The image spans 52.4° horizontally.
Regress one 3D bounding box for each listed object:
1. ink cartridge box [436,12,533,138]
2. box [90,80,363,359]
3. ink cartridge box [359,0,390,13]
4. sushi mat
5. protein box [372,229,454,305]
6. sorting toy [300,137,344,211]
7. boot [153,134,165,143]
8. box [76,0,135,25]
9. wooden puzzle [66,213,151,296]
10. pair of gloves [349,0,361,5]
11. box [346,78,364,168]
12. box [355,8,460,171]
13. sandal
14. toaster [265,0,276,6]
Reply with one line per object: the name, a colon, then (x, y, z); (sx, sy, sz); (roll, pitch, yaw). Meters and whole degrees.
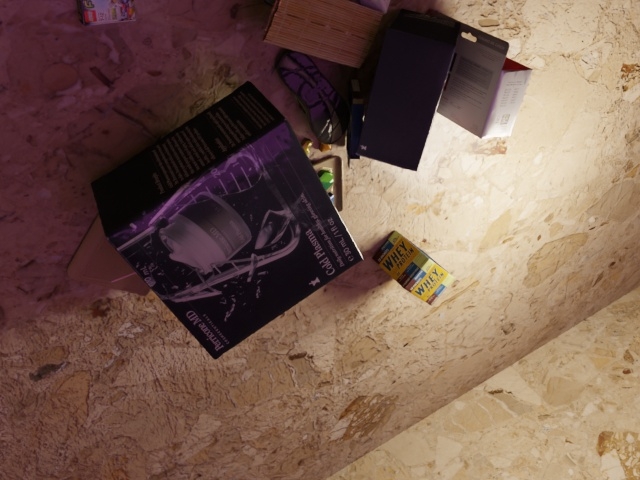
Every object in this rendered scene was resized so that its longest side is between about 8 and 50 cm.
ink cartridge box: (0.442, -0.483, 1.884); (0.130, 0.309, 0.272); (-11, 128, -32)
box: (-0.223, -0.047, 1.635); (0.471, 0.297, 0.480); (-33, 128, -2)
ink cartridge box: (0.125, -0.648, 1.559); (0.198, 0.067, 0.115); (35, 72, -70)
sushi mat: (0.011, -0.511, 1.558); (0.316, 0.019, 0.151); (2, 123, -41)
protein box: (0.333, 0.098, 2.330); (0.136, 0.200, 0.201); (-51, 136, 7)
sorting toy: (-0.028, -0.171, 1.963); (0.229, 0.041, 0.307); (-22, 133, -22)
boot: (-0.376, -0.237, 1.651); (0.118, 0.042, 0.087); (-49, 130, -5)
box: (-0.452, -0.557, 1.345); (0.114, 0.036, 0.207); (-17, 131, -26)
wooden puzzle: (-0.524, 0.033, 1.747); (0.238, 0.044, 0.221); (24, 106, -41)
pair of gloves: (0.092, -0.629, 1.645); (0.240, 0.042, 0.204); (83, 30, -45)
box: (0.098, -0.332, 1.869); (0.036, 0.136, 0.225); (0, 128, -3)
box: (0.241, -0.413, 1.763); (0.312, 0.179, 0.343); (-63, 168, -58)
sandal: (-0.017, -0.397, 1.774); (0.120, 0.086, 0.303); (-35, 122, -2)
toaster: (-0.063, -0.602, 1.543); (0.227, 0.129, 0.146); (22, 103, -46)
